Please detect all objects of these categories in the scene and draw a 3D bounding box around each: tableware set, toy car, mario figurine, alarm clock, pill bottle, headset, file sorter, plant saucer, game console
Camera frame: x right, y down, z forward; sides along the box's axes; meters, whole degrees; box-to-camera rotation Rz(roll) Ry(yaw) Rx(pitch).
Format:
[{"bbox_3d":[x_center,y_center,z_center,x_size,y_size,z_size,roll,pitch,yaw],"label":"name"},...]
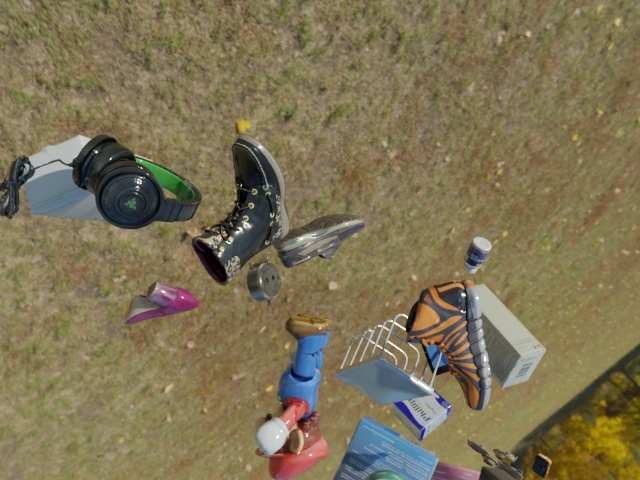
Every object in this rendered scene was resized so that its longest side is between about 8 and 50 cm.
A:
[{"bbox_3d":[0.535,0.666,1.597,0.020,0.168,0.141,-50,121,-26],"label":"tableware set"},{"bbox_3d":[0.494,0.516,1.241,0.040,0.122,0.060,-21,107,-37],"label":"toy car"},{"bbox_3d":[-0.071,0.306,1.031,0.198,0.170,0.321,13,85,-44],"label":"mario figurine"},{"bbox_3d":[-0.179,0.154,1.729,0.064,0.192,0.129,-8,-174,29],"label":"alarm clock"},{"bbox_3d":[0.526,0.053,1.767,0.067,0.067,0.120,-16,137,-33],"label":"pill bottle"},{"bbox_3d":[-0.442,-0.103,1.094,0.394,0.243,0.185,8,115,-53],"label":"headset"},{"bbox_3d":[0.207,0.361,1.575,0.277,0.192,0.173,-43,-164,56],"label":"file sorter"},{"bbox_3d":[0.484,0.810,1.706,0.332,0.332,0.084,67,36,-58],"label":"plant saucer"},{"bbox_3d":[0.364,0.298,1.494,0.085,0.144,0.124,-6,158,-32],"label":"game console"}]

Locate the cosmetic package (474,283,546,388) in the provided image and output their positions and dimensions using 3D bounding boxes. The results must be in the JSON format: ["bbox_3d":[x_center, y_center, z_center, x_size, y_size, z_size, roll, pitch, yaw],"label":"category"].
[{"bbox_3d":[0.561,0.304,1.700,0.113,0.309,0.160,-6,130,-25],"label":"cosmetic package"}]

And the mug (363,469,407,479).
[{"bbox_3d":[0.148,0.565,1.096,0.129,0.158,0.097,-36,135,-10],"label":"mug"}]

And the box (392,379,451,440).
[{"bbox_3d":[0.323,0.539,1.663,0.137,0.126,0.072,-30,139,-24],"label":"box"}]

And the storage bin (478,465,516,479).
[{"bbox_3d":[0.392,0.555,1.129,0.135,0.098,0.091,117,-15,-84],"label":"storage bin"}]

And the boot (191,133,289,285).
[{"bbox_3d":[-0.231,-0.074,1.457,0.284,0.138,0.377,-47,147,-32],"label":"boot"}]

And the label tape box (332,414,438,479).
[{"bbox_3d":[0.164,0.737,1.540,0.348,0.249,0.115,-65,163,-4],"label":"label tape box"}]

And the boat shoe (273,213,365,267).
[{"bbox_3d":[0.000,0.000,1.877,0.355,0.132,0.130,-18,114,-19],"label":"boat shoe"}]

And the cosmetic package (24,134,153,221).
[{"bbox_3d":[-0.619,-0.158,1.457,0.196,0.155,0.365,-19,176,11],"label":"cosmetic package"}]

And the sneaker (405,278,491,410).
[{"bbox_3d":[0.298,0.258,1.256,0.180,0.321,0.124,-10,-178,2],"label":"sneaker"}]

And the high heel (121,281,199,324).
[{"bbox_3d":[-0.400,0.171,1.287,0.117,0.082,0.244,29,135,-28],"label":"high heel"}]
